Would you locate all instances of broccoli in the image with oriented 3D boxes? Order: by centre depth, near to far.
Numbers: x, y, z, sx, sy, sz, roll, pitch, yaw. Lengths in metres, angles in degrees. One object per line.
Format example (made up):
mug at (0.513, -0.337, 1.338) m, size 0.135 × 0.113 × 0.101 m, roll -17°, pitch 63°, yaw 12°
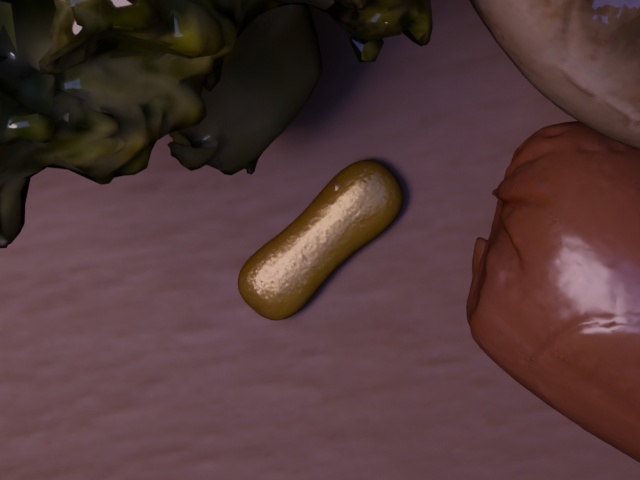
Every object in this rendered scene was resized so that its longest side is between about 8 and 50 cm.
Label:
broccoli at (-0.113, -0.151, 0.694) m, size 0.334 × 0.272 × 0.324 m, roll 37°, pitch 119°, yaw 49°

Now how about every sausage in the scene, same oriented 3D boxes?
sausage at (0.198, 0.062, 0.739) m, size 0.304 × 0.121 × 0.121 m, roll 31°, pitch 100°, yaw 7°

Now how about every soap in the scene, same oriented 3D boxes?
soap at (0.000, 0.000, 0.820) m, size 0.089 × 0.012 × 0.034 m, roll -42°, pitch 88°, yaw 11°

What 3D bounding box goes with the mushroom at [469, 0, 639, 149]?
mushroom at (0.151, -0.142, 0.685) m, size 0.226 × 0.178 × 0.226 m, roll -1°, pitch 94°, yaw -16°
